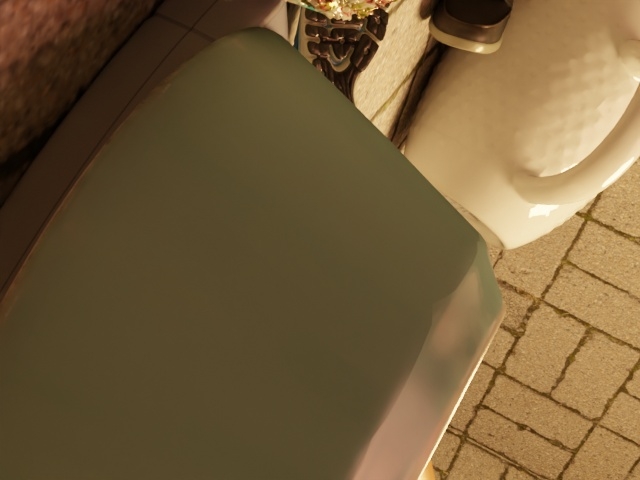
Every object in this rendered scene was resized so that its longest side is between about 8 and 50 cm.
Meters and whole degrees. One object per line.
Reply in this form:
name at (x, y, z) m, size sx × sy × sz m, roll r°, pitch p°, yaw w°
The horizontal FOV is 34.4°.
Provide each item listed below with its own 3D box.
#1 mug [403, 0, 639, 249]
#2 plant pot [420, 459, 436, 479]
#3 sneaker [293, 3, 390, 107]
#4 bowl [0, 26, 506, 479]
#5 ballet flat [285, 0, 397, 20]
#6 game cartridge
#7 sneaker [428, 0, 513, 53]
mug at (0.283, -0.156, 1.269) m, size 0.328 × 0.276 × 0.374 m, roll -53°, pitch -158°, yaw -2°
plant pot at (-0.028, 0.197, 0.851) m, size 0.291 × 0.291 × 0.203 m, roll -49°, pitch 146°, yaw -53°
sneaker at (-0.006, -0.121, 0.698) m, size 0.073 × 0.063 × 0.162 m, roll 21°, pitch -81°, yaw 58°
bowl at (-0.022, 0.073, 0.503) m, size 0.311 × 0.163 × 0.311 m, roll -58°, pitch 168°, yaw -20°
ballet flat at (-0.009, -0.144, 0.439) m, size 0.241 × 0.077 × 0.091 m, roll -21°, pitch 102°, yaw -64°
game cartridge at (-0.101, 0.004, 0.534) m, size 0.294 × 0.060 × 0.196 m, roll -59°, pitch 166°, yaw -18°
sneaker at (0.177, -0.290, 1.121) m, size 0.222 × 0.083 × 0.118 m, roll -64°, pitch 170°, yaw -54°
